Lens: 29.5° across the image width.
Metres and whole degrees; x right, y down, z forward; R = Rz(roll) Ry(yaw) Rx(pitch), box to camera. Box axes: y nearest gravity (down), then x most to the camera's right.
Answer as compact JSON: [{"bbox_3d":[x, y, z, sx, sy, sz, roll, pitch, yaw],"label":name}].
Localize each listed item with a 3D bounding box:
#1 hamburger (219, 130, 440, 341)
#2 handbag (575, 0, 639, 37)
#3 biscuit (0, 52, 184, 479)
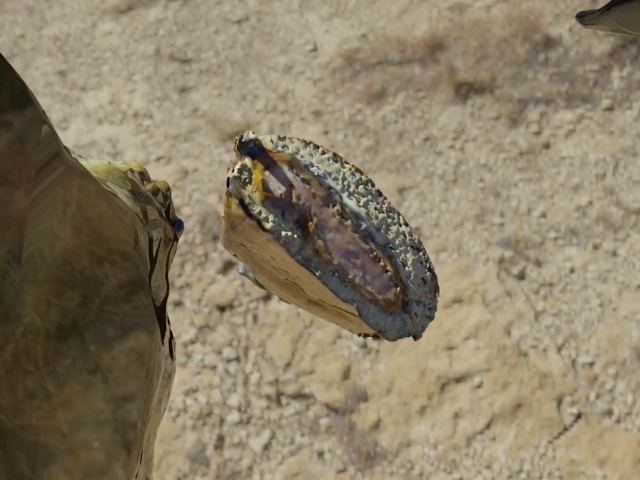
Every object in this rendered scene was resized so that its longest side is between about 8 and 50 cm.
[{"bbox_3d":[-0.006,-0.002,0.807,0.087,0.176,0.102,-59,19,-22],"label":"hamburger"},{"bbox_3d":[0.239,-0.131,0.423,0.254,0.089,0.211,32,90,43],"label":"handbag"},{"bbox_3d":[-0.131,0.033,0.384,0.078,0.329,0.335,-3,29,22],"label":"biscuit"}]
